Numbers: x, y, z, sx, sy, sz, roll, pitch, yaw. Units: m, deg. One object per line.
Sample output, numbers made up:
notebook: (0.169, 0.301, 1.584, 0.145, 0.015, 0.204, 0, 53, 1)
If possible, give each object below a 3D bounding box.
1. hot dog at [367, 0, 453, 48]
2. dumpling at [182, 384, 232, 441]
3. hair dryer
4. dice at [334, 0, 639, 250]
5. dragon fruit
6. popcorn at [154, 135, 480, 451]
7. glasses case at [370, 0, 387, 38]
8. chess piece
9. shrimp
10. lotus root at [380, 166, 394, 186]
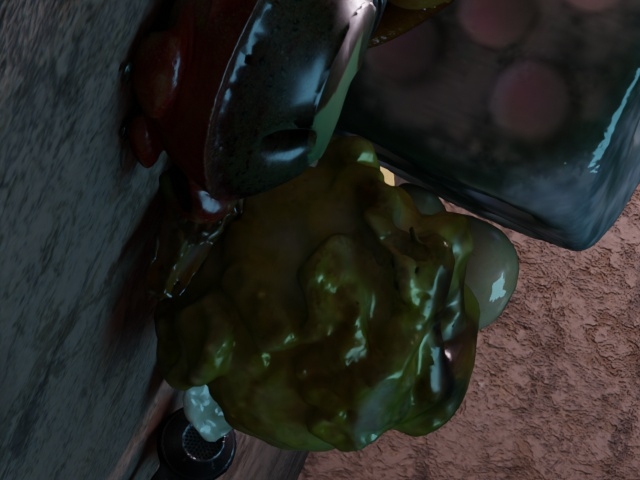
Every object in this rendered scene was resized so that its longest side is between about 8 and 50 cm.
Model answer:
hot dog: (0.115, -0.289, 1.817, 0.326, 0.107, 0.194, -45, -159, 20)
dumpling: (-0.104, 0.101, 2.087, 0.108, 0.153, 0.219, 0, -111, 50)
hair dryer: (-0.203, 0.305, 2.245, 0.271, 0.091, 0.235, -50, 180, -14)
dice: (0.194, -0.202, 2.059, 0.330, 0.348, 0.328, -65, 165, -3)
dragon fruit: (-0.045, -0.142, 1.467, 0.295, 0.130, 0.268, 71, 39, -80)
popcorn: (-0.008, 0.046, 1.795, 0.312, 0.312, 0.312, -63, 173, -13)
glasses case: (0.046, -0.274, 1.686, 0.114, 0.060, 0.299, -48, -164, 44)
chess piece: (0.056, -0.003, 1.999, 0.167, 0.300, 0.167, -61, 173, -13)
shrimp: (-0.071, -0.075, 1.656, 0.287, 0.063, 0.152, -64, -171, -30)
lotus root: (0.003, 0.001, 2.289, 0.303, 0.146, 0.131, -69, -154, 12)
